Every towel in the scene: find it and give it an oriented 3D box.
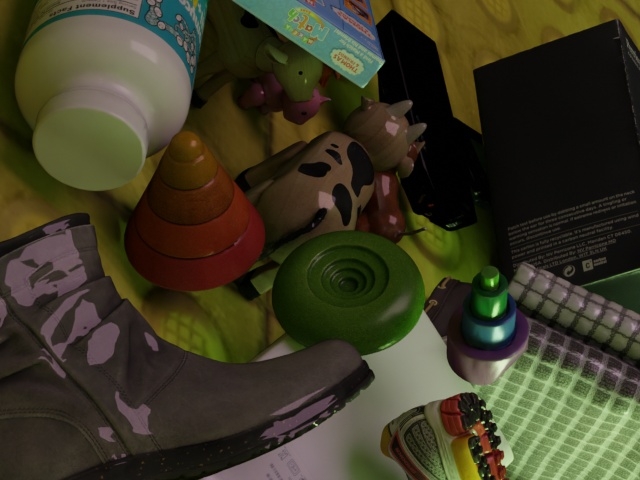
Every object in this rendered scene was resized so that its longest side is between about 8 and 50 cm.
[{"bbox_3d":[0.234,0.162,1.786,0.235,0.284,0.121,23,60,3],"label":"towel"}]

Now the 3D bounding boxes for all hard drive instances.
[{"bbox_3d":[0.014,0.176,1.597,0.318,0.040,0.210,-36,95,-45],"label":"hard drive"}]

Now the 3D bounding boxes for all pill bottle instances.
[{"bbox_3d":[-0.174,-0.164,1.638,0.146,0.146,0.264,41,36,-31],"label":"pill bottle"}]

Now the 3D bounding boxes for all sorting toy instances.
[{"bbox_3d":[0.000,0.000,1.573,0.127,0.365,0.126,-54,155,-35],"label":"sorting toy"}]

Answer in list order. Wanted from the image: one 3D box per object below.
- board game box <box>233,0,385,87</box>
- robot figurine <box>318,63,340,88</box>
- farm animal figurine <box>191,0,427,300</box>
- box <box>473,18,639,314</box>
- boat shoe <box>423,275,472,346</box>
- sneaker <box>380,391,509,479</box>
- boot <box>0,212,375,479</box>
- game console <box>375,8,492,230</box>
[{"bbox_3d":[-0.023,-0.233,1.768,0.160,0.039,0.211,33,20,-19],"label":"board game box"},{"bbox_3d":[-0.052,-0.298,1.957,0.291,0.085,0.211,53,8,-13],"label":"robot figurine"},{"bbox_3d":[-0.004,-0.086,1.800,0.330,0.172,0.327,44,34,-26],"label":"farm animal figurine"},{"bbox_3d":[0.328,-0.009,2.153,0.343,0.179,0.313,45,34,-50],"label":"box"},{"bbox_3d":[0.103,0.106,1.908,0.228,0.068,0.081,-40,144,-51],"label":"boat shoe"},{"bbox_3d":[0.115,0.228,1.583,0.088,0.092,0.225,-53,127,-62],"label":"sneaker"},{"bbox_3d":[-0.134,0.075,1.415,0.338,0.118,0.223,-21,84,-31],"label":"boot"},{"bbox_3d":[0.152,-0.103,2.111,0.361,0.044,0.213,25,50,-62],"label":"game console"}]
